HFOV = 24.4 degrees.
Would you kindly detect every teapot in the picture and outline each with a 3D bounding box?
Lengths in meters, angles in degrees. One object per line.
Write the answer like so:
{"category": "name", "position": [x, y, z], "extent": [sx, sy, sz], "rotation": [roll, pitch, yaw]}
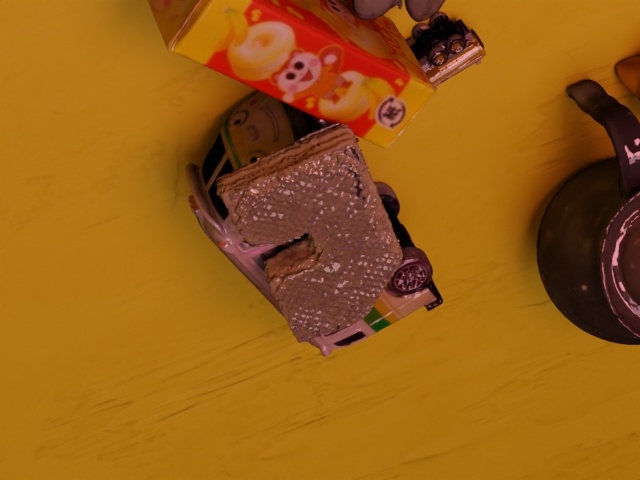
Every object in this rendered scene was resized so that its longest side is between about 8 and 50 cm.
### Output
{"category": "teapot", "position": [0.380, -0.019, 1.658], "extent": [0.223, 0.285, 0.305], "rotation": [5, 95, -5]}

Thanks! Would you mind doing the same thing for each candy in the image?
{"category": "candy", "position": [-0.031, -0.201, 1.445], "extent": [0.276, 0.146, 0.088], "rotation": [21, 120, -36]}

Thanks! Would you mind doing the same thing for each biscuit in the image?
{"category": "biscuit", "position": [0.000, 0.000, 1.501], "extent": [0.147, 0.046, 0.250], "rotation": [-22, 135, 2]}

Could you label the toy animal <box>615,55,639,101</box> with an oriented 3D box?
{"category": "toy animal", "position": [0.451, -0.205, 1.627], "extent": [0.230, 0.156, 0.156], "rotation": [-42, 131, 15]}

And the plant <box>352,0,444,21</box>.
{"category": "plant", "position": [0.103, -0.317, 1.384], "extent": [0.146, 0.149, 0.274], "rotation": [38, 136, 6]}

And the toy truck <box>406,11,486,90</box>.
{"category": "toy truck", "position": [0.113, -0.188, 1.574], "extent": [0.123, 0.052, 0.063], "rotation": [-32, 139, 6]}

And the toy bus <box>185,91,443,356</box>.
{"category": "toy bus", "position": [-0.014, -0.019, 1.612], "extent": [0.179, 0.143, 0.305], "rotation": [-32, 134, 9]}
